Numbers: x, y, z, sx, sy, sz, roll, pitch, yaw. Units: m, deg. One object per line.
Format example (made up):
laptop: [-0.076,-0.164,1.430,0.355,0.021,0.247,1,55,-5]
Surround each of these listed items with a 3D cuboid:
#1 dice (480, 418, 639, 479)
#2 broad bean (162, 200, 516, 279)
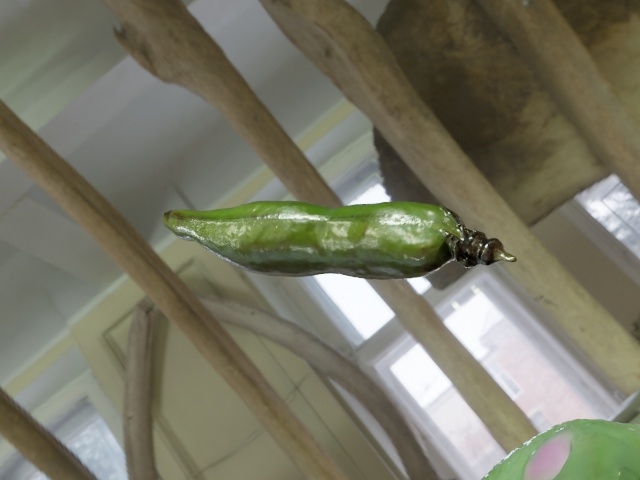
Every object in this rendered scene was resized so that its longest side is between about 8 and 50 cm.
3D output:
dice: [0.297,0.406,0.757,0.322,0.318,0.330,-53,-1,42]
broad bean: [0.000,0.000,0.622,0.077,0.339,0.061,42,-125,-53]
